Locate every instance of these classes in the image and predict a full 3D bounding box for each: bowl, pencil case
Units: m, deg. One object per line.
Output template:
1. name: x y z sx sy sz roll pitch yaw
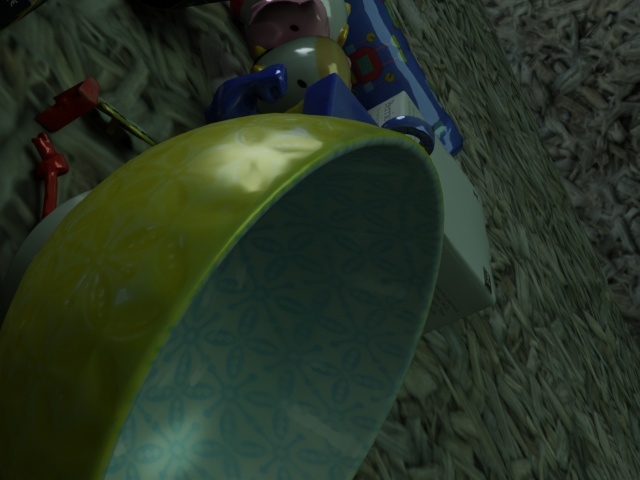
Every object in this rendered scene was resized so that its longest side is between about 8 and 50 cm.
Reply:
1. bowl: -0.074 0.054 0.491 0.156 0.289 0.289 25 9 25
2. pencil case: 0.059 -0.208 1.117 0.306 0.119 0.133 62 17 -3

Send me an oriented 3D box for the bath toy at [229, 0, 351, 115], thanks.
1. bath toy: -0.031 -0.163 0.889 0.129 0.151 0.348 21 37 -17

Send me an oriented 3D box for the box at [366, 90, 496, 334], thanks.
1. box: 0.087 -0.024 0.988 0.182 0.119 0.181 49 27 -29

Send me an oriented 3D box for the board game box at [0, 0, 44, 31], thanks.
1. board game box: -0.230 -0.204 0.554 0.170 0.048 0.141 54 6 -21

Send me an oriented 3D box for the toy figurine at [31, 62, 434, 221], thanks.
1. toy figurine: 0.000 0.000 0.661 0.362 0.217 0.191 45 29 -35

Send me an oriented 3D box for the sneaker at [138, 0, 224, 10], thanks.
1. sneaker: -0.061 -0.235 0.807 0.118 0.222 0.083 -57 142 -57
